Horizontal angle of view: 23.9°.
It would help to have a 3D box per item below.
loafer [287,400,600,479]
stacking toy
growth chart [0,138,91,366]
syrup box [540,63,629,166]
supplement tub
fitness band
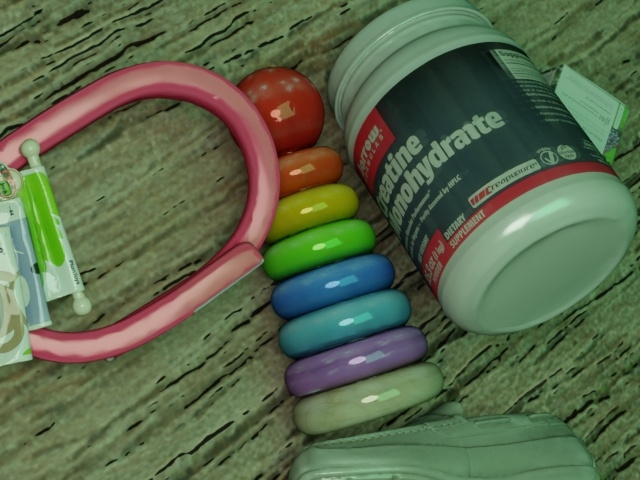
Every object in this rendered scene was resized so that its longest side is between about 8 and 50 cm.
[{"bbox_3d":[0.110,0.208,1.408,0.319,0.112,0.111,5,43,-29],"label":"loafer"},{"bbox_3d":[0.000,0.000,1.358,0.141,0.141,0.330,-14,85,-31],"label":"stacking toy"},{"bbox_3d":[-0.292,0.038,1.170,0.237,0.021,0.172,-25,93,-29],"label":"growth chart"},{"bbox_3d":[0.214,-0.047,1.507,0.096,0.093,0.237,30,68,-23],"label":"syrup box"},{"bbox_3d":[0.139,-0.069,1.355,0.191,0.191,0.272,-10,53,-31],"label":"supplement tub"},{"bbox_3d":[-0.167,-0.024,1.265,0.291,0.054,0.209,-34,94,-13],"label":"fitness band"}]
